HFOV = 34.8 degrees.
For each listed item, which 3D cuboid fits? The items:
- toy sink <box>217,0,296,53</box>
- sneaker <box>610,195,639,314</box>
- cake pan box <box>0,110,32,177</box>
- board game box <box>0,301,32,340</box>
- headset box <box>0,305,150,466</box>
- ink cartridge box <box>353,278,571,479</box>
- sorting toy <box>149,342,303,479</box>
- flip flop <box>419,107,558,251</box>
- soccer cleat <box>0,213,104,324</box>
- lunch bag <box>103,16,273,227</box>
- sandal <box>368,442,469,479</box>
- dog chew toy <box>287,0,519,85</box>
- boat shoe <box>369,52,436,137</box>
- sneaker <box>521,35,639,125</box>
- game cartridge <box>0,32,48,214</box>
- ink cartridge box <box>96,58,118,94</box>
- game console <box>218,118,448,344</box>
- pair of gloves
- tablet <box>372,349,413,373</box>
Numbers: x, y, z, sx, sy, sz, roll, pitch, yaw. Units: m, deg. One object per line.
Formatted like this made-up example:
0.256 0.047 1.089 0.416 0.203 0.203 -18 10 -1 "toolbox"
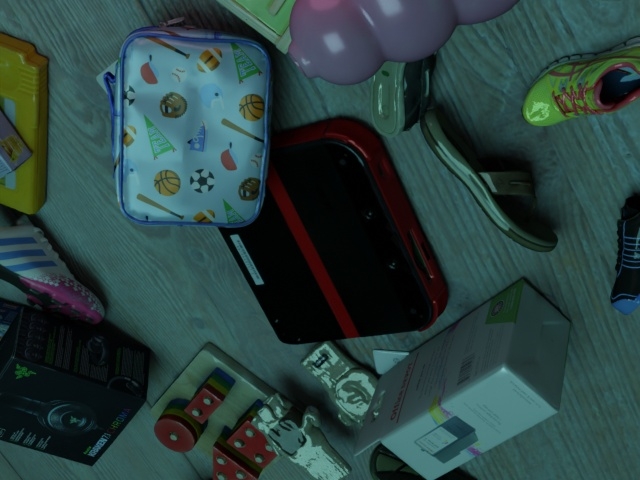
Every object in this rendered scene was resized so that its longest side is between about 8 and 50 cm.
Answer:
-0.032 -0.355 1.361 0.234 0.131 0.153 37 130 -5 "toy sink"
0.452 -0.001 1.441 0.090 0.081 0.232 26 123 8 "sneaker"
-0.659 -0.187 1.737 0.266 0.070 0.246 -21 110 32 "cake pan box"
-0.585 0.226 2.063 0.194 0.060 0.194 12 131 10 "board game box"
-0.507 0.279 1.943 0.283 0.131 0.246 24 127 -25 "headset box"
0.222 0.241 1.625 0.119 0.207 0.353 40 130 -13 "ink cartridge box"
-0.188 0.363 1.969 0.257 0.089 0.255 37 130 -5 "sorting toy"
0.252 -0.090 1.454 0.080 0.112 0.277 -39 101 17 "flip flop"
-0.521 0.038 1.875 0.331 0.143 0.116 34 149 -33 "soccer cleat"
-0.193 -0.171 1.496 0.243 0.115 0.304 3 106 -6 "lunch bag"
0.211 0.471 1.874 0.302 0.120 0.086 41 157 -6 "sandal"
0.103 -0.311 1.220 0.331 0.206 0.207 -37 107 -2 "dog chew toy"
0.120 -0.258 1.408 0.084 0.079 0.233 39 138 40 "boat shoe"
0.351 -0.197 1.330 0.208 0.094 0.081 -24 113 36 "sneaker"
-0.605 -0.224 1.758 0.285 0.053 0.324 20 130 9 "game cartridge"
-0.242 -0.214 1.595 0.115 0.067 0.198 -27 111 35 "ink cartridge box"
0.000 0.000 1.659 0.341 0.060 0.387 -9 119 35 "game console"
0.010 0.313 1.836 0.204 0.042 0.240 39 105 -4 "pair of gloves"
0.134 0.214 1.776 0.083 0.006 0.054 1 123 22 "tablet"
